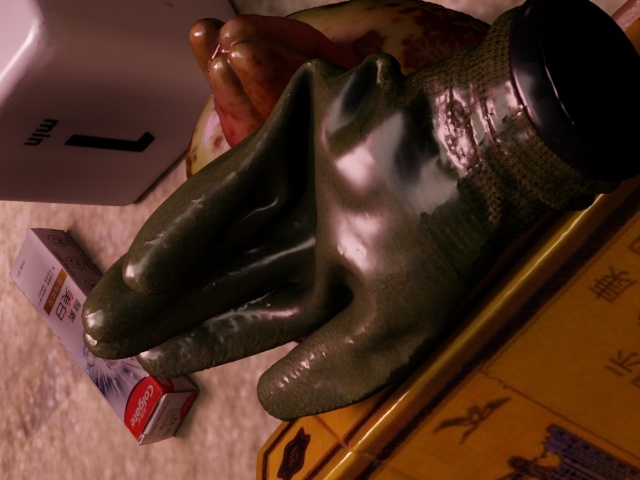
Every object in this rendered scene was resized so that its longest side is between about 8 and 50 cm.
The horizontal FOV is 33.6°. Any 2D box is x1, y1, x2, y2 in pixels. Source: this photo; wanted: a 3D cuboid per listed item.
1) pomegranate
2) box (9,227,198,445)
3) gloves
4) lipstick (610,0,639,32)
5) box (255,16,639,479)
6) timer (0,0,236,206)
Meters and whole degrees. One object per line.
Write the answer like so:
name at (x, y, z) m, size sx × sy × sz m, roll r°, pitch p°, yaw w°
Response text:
pomegranate at (0.013, -0.050, 0.569) m, size 0.214 × 0.248 × 0.214 m, roll -12°, pitch 62°, yaw 23°
box at (-0.181, 0.073, 0.867) m, size 0.218 × 0.039 × 0.055 m, roll 42°, pitch 114°, yaw 33°
gloves at (0.010, -0.004, 0.438) m, size 0.268 × 0.107 × 0.135 m, roll -28°, pitch 86°, yaw 31°
lipstick at (0.194, -0.122, 0.544) m, size 0.145 × 0.045 × 0.045 m, roll -43°, pitch 65°, yaw 31°
box at (0.126, 0.074, 0.501) m, size 0.301 × 0.193 × 0.084 m, roll -51°, pitch 20°, yaw 28°
timer at (-0.198, -0.152, 0.784) m, size 0.194 × 0.195 × 0.192 m, roll -40°, pitch 64°, yaw 34°
